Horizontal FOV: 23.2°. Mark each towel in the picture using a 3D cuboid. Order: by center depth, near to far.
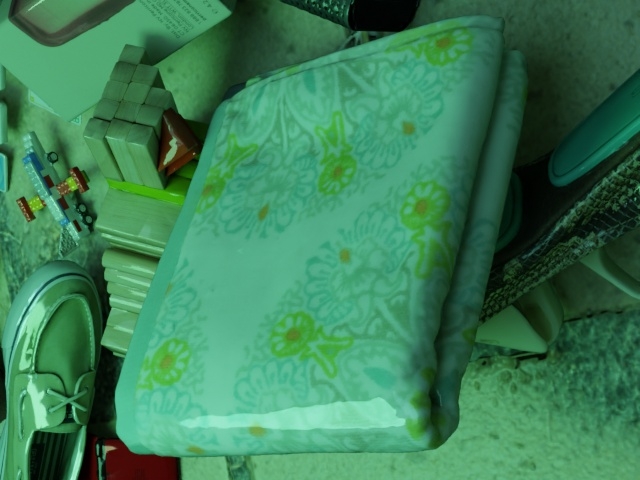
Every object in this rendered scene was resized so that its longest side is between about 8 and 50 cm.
[{"bbox_3d":[0.000,0.000,1.287,0.320,0.090,0.374,-10,55,42],"label":"towel"}]

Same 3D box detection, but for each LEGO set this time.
[{"bbox_3d":[-0.313,-0.100,1.648,0.244,0.060,0.182,25,127,26],"label":"LEGO set"}]

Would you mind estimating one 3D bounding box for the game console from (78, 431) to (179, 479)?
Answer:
[{"bbox_3d":[-0.209,0.276,1.678,0.124,0.085,0.144,-3,95,1],"label":"game console"}]

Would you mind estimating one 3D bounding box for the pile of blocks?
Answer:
[{"bbox_3d":[-0.140,-0.016,1.522,0.112,0.149,0.362,14,131,14],"label":"pile of blocks"}]

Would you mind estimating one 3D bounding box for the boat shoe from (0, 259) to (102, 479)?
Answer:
[{"bbox_3d":[-0.277,0.171,1.642,0.094,0.109,0.302,34,120,50],"label":"boat shoe"}]

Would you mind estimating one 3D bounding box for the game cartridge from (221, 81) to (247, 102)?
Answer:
[{"bbox_3d":[-0.002,-0.015,1.493,0.198,0.062,0.297,-9,91,28],"label":"game cartridge"}]

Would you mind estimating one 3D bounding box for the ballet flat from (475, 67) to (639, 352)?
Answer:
[{"bbox_3d":[0.209,-0.009,1.303,0.483,0.164,0.182,-31,112,25],"label":"ballet flat"}]

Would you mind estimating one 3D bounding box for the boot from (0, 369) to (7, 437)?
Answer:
[{"bbox_3d":[-0.375,0.151,1.744,0.207,0.090,0.248,33,108,9],"label":"boot"}]

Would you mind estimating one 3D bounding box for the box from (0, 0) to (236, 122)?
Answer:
[{"bbox_3d":[-0.195,-0.247,1.505,0.232,0.148,0.127,-28,124,30],"label":"box"}]

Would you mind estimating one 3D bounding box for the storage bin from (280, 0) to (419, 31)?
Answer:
[{"bbox_3d":[0.044,-0.284,1.389,0.084,0.122,0.180,25,108,27],"label":"storage bin"}]
